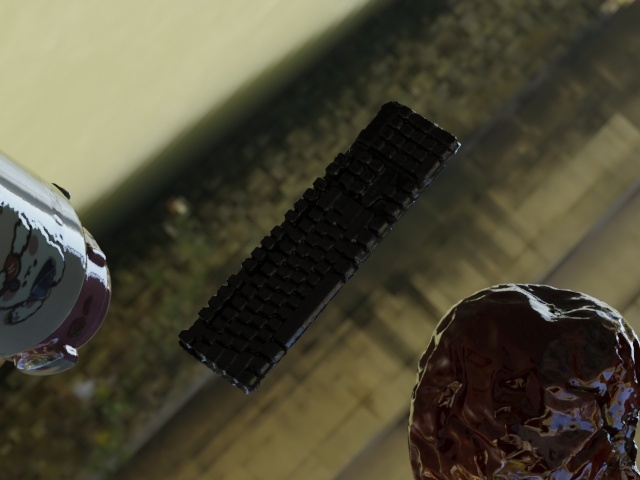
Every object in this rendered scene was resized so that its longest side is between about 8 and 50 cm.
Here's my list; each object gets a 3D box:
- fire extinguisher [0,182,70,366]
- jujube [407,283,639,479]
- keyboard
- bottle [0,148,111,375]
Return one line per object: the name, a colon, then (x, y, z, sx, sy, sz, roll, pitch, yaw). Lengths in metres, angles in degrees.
fire extinguisher: (-0.242, 0.042, 1.382, 0.344, 0.102, 0.138, -34, -152, 60)
jujube: (0.181, 0.154, 1.651, 0.213, 0.213, 0.232, -25, 126, -65)
keyboard: (0.000, 0.000, 1.091, 0.195, 0.060, 0.018, -50, 146, -13)
bottle: (-0.185, 0.005, 0.998, 0.110, 0.110, 0.233, -46, 157, 0)
